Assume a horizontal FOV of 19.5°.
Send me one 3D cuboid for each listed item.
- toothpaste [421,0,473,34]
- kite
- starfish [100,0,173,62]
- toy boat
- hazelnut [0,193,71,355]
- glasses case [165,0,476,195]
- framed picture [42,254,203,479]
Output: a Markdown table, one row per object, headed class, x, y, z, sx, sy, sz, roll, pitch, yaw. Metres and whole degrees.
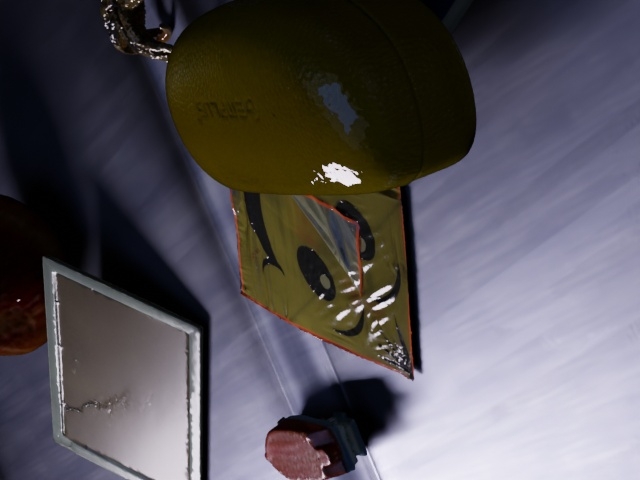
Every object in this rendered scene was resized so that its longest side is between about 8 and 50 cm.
| class | x | y | z | sx | sy | sz | roll | pitch | yaw |
| --- | --- | --- | --- | --- | --- | --- | --- | --- | --- |
| toothpaste | 0.081 | -0.176 | 1.542 | 0.069 | 0.047 | 0.268 | 45 | 148 | 7 |
| kite | 0.002 | -0.001 | 1.797 | 0.327 | 0.013 | 0.377 | 56 | 145 | 12 |
| starfish | -0.175 | -0.263 | 1.822 | 0.146 | 0.074 | 0.190 | 10 | 117 | 58 |
| toy boat | -0.006 | 0.210 | 1.907 | 0.173 | 0.059 | 0.069 | -15 | 98 | 64 |
| hazelnut | -0.383 | 0.044 | 2.218 | 0.178 | 0.178 | 0.204 | 23 | 145 | 46 |
| glasses case | -0.022 | -0.127 | 1.567 | 0.371 | 0.141 | 0.173 | 5 | 111 | 63 |
| framed picture | -0.227 | 0.170 | 2.174 | 0.231 | 0.018 | 0.293 | 23 | 131 | 24 |
